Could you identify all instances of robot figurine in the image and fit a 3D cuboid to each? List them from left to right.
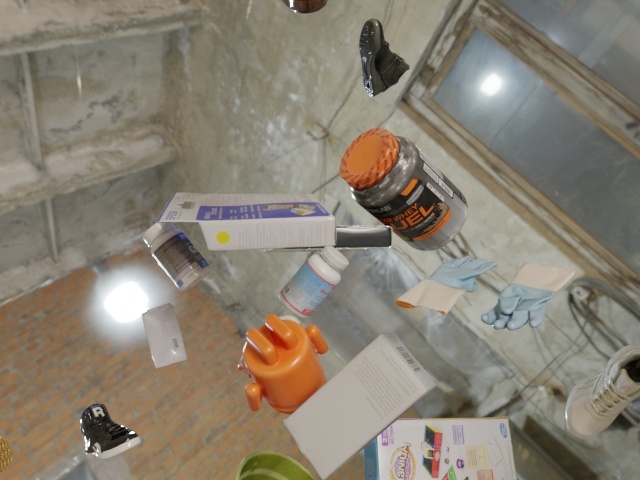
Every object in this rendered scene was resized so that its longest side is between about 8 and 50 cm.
[{"bbox_3d":[-0.065,0.235,0.962,0.158,0.128,0.219,-73,-27,-44],"label":"robot figurine"}]

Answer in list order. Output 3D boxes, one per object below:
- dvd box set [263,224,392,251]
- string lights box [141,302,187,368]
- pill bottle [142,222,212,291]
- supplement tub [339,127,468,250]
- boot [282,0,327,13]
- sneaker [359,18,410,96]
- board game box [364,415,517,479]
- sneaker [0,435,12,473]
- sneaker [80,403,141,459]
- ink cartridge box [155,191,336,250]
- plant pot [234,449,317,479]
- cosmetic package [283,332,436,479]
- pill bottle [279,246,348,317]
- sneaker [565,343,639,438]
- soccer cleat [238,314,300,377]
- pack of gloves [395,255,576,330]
[{"bbox_3d":[0.000,0.000,1.508,0.308,0.062,0.420,-1,-2,-11],"label":"dvd box set"},{"bbox_3d":[-0.395,0.231,1.315,0.077,0.133,0.260,-15,-1,-19],"label":"string lights box"},{"bbox_3d":[-0.289,0.028,1.050,0.078,0.137,0.078,-39,-2,-1],"label":"pill bottle"},{"bbox_3d":[0.218,-0.132,1.369,0.338,0.207,0.207,35,-78,-35],"label":"supplement tub"},{"bbox_3d":[-0.073,-0.382,0.636,0.082,0.219,0.106,-45,-17,-13],"label":"boot"},{"bbox_3d":[0.185,-0.539,1.507,0.130,0.087,0.227,-26,-45,-13],"label":"sneaker"},{"bbox_3d":[0.247,0.483,1.055,0.317,0.242,0.064,6,-22,-17],"label":"board game box"},{"bbox_3d":[-0.549,0.348,0.766,0.084,0.069,0.185,-19,0,16],"label":"sneaker"},{"bbox_3d":[-0.497,0.432,1.200,0.217,0.121,0.079,-26,-10,40],"label":"sneaker"},{"bbox_3d":[-0.145,-0.044,1.032,0.303,0.307,0.072,-122,30,-73],"label":"ink cartridge box"},{"bbox_3d":[-0.148,0.697,1.245,0.254,0.276,0.276,-54,-15,17],"label":"plant pot"},{"bbox_3d":[0.064,0.271,0.864,0.231,0.117,0.085,-44,-23,13],"label":"cosmetic package"},{"bbox_3d":[-0.012,0.089,1.164,0.160,0.087,0.087,-49,-14,13],"label":"pill bottle"},{"bbox_3d":[0.566,0.288,1.013,0.232,0.090,0.115,-49,-22,-2],"label":"sneaker"},{"bbox_3d":[-0.108,0.212,1.101,0.196,0.068,0.076,-48,5,28],"label":"soccer cleat"},{"bbox_3d":[0.256,0.087,0.799,0.232,0.195,0.046,-26,-60,-47],"label":"pack of gloves"}]
